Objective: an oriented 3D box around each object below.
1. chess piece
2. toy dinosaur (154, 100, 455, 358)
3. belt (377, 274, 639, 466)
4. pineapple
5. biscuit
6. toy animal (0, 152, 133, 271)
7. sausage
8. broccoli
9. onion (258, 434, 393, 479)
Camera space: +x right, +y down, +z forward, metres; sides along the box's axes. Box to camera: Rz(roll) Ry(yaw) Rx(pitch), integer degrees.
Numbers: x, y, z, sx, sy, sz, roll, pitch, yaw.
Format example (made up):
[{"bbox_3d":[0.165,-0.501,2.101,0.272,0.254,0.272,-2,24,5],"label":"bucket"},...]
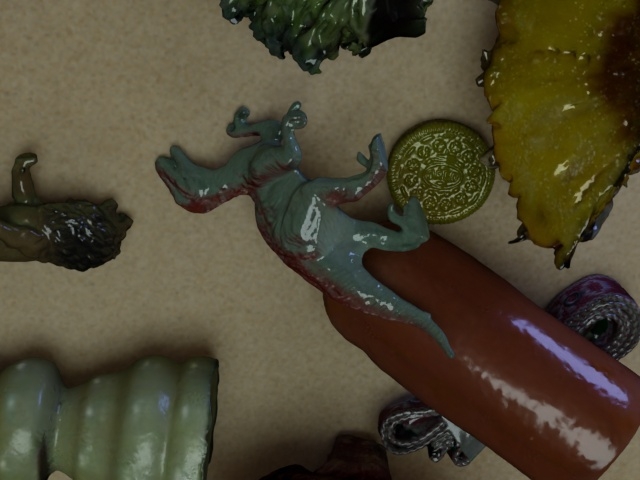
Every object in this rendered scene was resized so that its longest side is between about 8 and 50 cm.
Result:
[{"bbox_3d":[-0.204,0.144,1.053,0.243,0.133,0.133,6,112,-1],"label":"chess piece"},{"bbox_3d":[0.000,0.000,0.988,0.167,0.053,0.242,-34,84,19],"label":"toy dinosaur"},{"bbox_3d":[0.155,0.111,1.107,0.232,0.053,0.071,-32,113,7],"label":"belt"},{"bbox_3d":[0.213,-0.158,0.977,0.161,0.158,0.334,31,105,24],"label":"pineapple"},{"bbox_3d":[0.092,-0.052,1.048,0.084,0.023,0.084,-2,111,-4],"label":"biscuit"},{"bbox_3d":[-0.248,-0.017,1.001,0.220,0.069,0.086,6,131,-7],"label":"toy animal"},{"bbox_3d":[0.118,0.082,1.027,0.259,0.113,0.113,35,106,8],"label":"sausage"},{"bbox_3d":[0.033,-0.230,0.834,0.146,0.304,0.165,-5,73,-23],"label":"broccoli"},{"bbox_3d":[0.018,0.258,1.079,0.252,0.219,0.252,6,156,2],"label":"onion"}]
